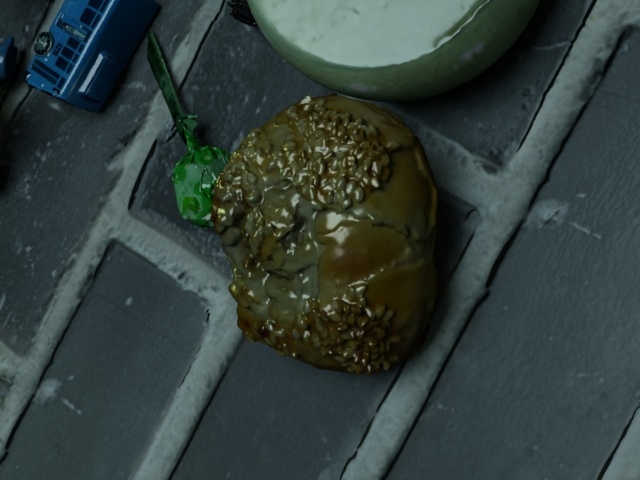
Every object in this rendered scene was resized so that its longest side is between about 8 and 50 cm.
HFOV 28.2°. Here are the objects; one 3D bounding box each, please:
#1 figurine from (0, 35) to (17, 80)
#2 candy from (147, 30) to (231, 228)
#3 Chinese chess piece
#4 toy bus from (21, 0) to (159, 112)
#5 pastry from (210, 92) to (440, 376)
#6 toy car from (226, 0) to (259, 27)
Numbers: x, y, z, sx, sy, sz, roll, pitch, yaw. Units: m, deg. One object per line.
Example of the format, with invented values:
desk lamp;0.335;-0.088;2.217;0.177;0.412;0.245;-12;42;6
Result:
figurine;-0.561;-0.174;1.769;0.416;0.243;0.298;2;90;52
candy;-0.173;-0.151;1.597;0.097;0.097;0.323;-37;56;19
Chinese chess piece;0.082;-0.325;1.396;0.349;0.146;0.350;-3;83;20
toy bus;-0.304;-0.263;1.683;0.106;0.090;0.185;34;97;29
pastry;0.000;0.000;1.367;0.255;0.162;0.311;-2;99;32
toy car;-0.049;-0.336;1.560;0.071;0.062;0.165;25;93;31
